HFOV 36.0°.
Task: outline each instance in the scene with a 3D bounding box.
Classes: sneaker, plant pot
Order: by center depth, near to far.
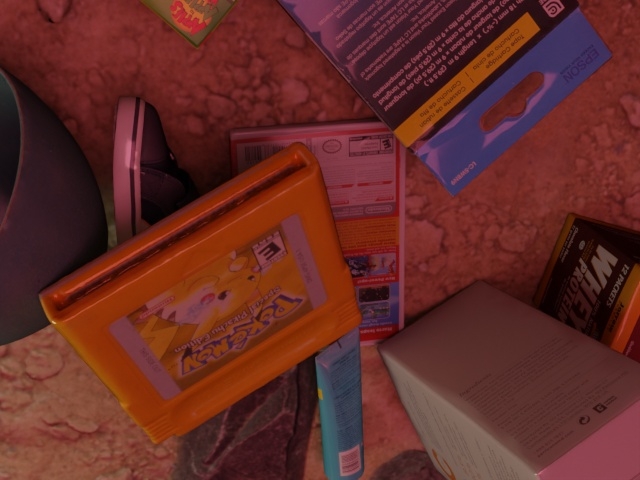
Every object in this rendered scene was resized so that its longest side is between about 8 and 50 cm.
[{"bbox_3d":[-0.328,-0.011,0.981,0.290,0.290,0.195,-47,143,8],"label":"plant pot"},{"bbox_3d":[-0.162,-0.007,1.078,0.128,0.126,0.321,-1,122,-7],"label":"sneaker"}]

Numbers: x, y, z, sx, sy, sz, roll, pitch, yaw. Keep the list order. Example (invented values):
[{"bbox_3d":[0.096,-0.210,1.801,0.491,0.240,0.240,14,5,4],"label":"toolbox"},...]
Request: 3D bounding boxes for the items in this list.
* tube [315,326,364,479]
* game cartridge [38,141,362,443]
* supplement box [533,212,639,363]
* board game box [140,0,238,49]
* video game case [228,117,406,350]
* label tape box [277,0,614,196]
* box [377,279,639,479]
[{"bbox_3d":[0.026,0.209,1.222,0.080,0.052,0.207,-37,135,-44],"label":"tube"},{"bbox_3d":[-0.100,0.074,1.025,0.285,0.052,0.323,-31,146,-9],"label":"game cartridge"},{"bbox_3d":[0.397,0.077,1.190,0.191,0.194,0.129,14,107,-17],"label":"supplement box"},{"bbox_3d":[-0.168,-0.292,1.008,0.181,0.043,0.092,38,99,-22],"label":"board game box"},{"bbox_3d":[0.000,0.000,1.168,0.204,0.025,0.285,-5,111,-10],"label":"video game case"},{"bbox_3d":[0.115,-0.250,1.051,0.241,0.106,0.333,-41,114,5],"label":"label tape box"},{"bbox_3d":[0.242,0.217,1.116,0.168,0.345,0.215,-32,115,-13],"label":"box"}]
